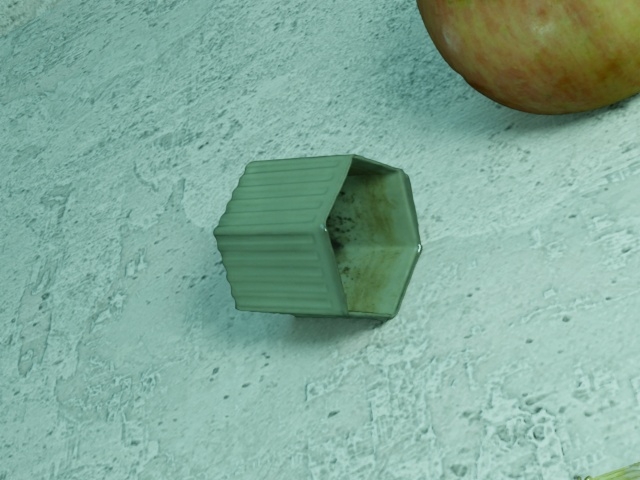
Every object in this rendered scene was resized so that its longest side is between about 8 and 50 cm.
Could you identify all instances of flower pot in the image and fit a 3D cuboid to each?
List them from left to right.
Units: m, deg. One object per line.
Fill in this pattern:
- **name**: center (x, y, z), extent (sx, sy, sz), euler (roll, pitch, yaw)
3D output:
- **flower pot**: center (0.000, 0.000, 1.446), extent (0.189, 0.239, 0.209), euler (-1, 84, 35)

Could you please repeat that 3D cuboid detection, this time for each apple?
- **apple**: center (0.322, -0.357, 1.455), extent (0.391, 0.346, 0.391), euler (-29, 36, 24)

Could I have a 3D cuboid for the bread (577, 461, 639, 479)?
- **bread**: center (0.301, 0.298, 0.984), extent (0.114, 0.132, 0.190), euler (-21, 44, 18)
